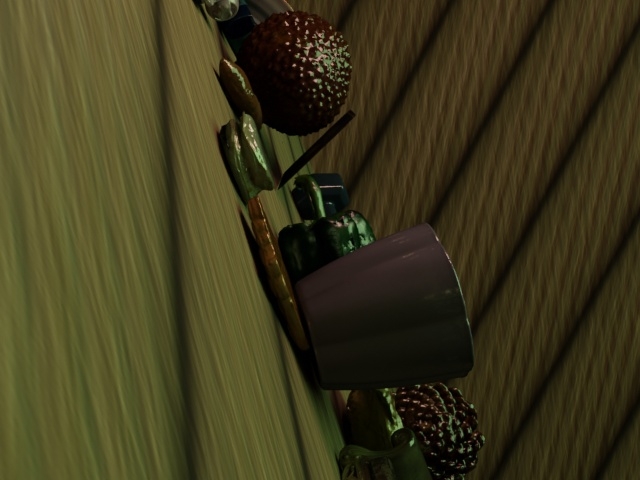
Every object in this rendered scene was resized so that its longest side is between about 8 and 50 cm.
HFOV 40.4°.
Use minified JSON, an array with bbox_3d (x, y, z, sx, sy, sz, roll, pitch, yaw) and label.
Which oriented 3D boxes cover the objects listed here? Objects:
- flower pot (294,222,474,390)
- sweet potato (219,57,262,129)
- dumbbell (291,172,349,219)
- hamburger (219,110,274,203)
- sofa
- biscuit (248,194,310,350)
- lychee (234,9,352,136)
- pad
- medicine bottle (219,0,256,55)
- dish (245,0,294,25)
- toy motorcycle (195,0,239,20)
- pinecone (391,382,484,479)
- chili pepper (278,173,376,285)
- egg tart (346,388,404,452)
[{"bbox_3d":[0.093,0.130,1.418,0.265,0.243,0.265,163,-90,-85],"label":"flower pot"},{"bbox_3d":[-0.153,-0.281,1.732,0.218,0.051,0.065,63,5,-54],"label":"sweet potato"},{"bbox_3d":[0.033,-0.021,2.268,0.144,0.156,0.316,113,-34,-50],"label":"dumbbell"},{"bbox_3d":[-0.118,-0.135,1.404,0.133,0.062,0.140,70,-1,-58],"label":"hamburger"},{"bbox_3d":[0.150,0.423,1.300,0.258,0.182,0.200,-102,169,-65],"label":"sofa"},{"bbox_3d":[-0.066,0.052,1.335,0.162,0.035,0.250,-46,116,-85],"label":"biscuit"},{"bbox_3d":[-0.061,-0.377,1.984,0.275,0.304,0.276,32,-15,10],"label":"lychee"},{"bbox_3d":[-0.004,-0.266,2.084,0.063,0.315,0.375,47,6,-9],"label":"pad"},{"bbox_3d":[-0.192,-0.511,2.159,0.124,0.079,0.258,61,0,22],"label":"medicine bottle"},{"bbox_3d":[-0.168,-0.568,2.284,0.260,0.085,0.260,34,-19,14],"label":"dish"},{"bbox_3d":[-0.219,-0.539,1.761,0.254,0.112,0.112,57,13,-66],"label":"toy motorcycle"},{"bbox_3d":[0.219,0.433,1.871,0.292,0.246,0.246,99,-26,-65],"label":"pinecone"},{"bbox_3d":[0.000,0.000,1.625,0.165,0.173,0.261,-23,94,-61],"label":"chili pepper"},{"bbox_3d":[0.105,0.358,1.620,0.291,0.107,0.291,162,-90,-90],"label":"egg tart"}]
